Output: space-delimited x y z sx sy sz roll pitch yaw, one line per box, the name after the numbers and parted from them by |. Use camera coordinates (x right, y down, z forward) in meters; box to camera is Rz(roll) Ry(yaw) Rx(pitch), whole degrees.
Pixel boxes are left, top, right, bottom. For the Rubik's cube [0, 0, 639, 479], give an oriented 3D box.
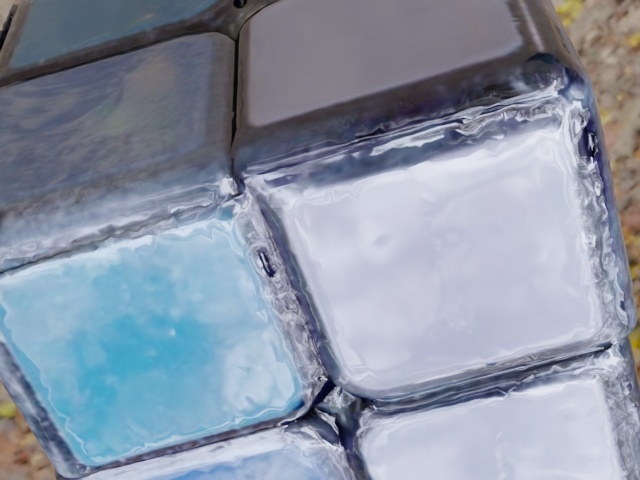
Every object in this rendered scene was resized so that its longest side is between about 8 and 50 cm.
0.000 0.000 0.713 0.319 0.316 0.313 -14 124 9 | Rubik's cube
